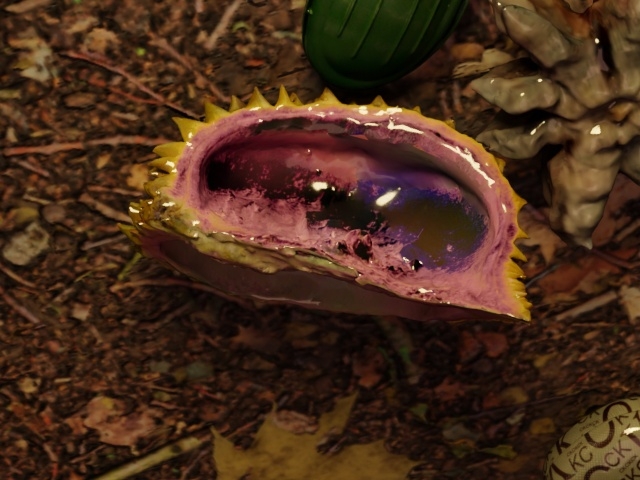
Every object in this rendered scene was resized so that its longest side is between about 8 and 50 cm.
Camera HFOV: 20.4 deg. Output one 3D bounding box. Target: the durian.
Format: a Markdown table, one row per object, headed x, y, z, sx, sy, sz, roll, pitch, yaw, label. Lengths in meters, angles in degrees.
| x | y | z | sx | sy | sz | roll | pitch | yaw | label |
| --- | --- | --- | --- | --- | --- | --- | --- | --- | --- |
| 0.001 | -0.007 | 1.217 | 0.261 | 0.153 | 0.186 | 23 | 142 | -9 | durian |

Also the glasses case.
| x | y | z | sx | sy | sz | roll | pitch | yaw | label |
| --- | --- | --- | --- | --- | --- | --- | --- | --- | --- |
| 0.337 | 0.239 | 1.500 | 0.355 | 0.085 | 0.137 | 32 | 118 | -30 | glasses case |

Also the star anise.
| x | y | z | sx | sy | sz | roll | pitch | yaw | label |
| --- | --- | --- | --- | --- | --- | --- | --- | --- | --- |
| 0.196 | -0.100 | 1.190 | 0.229 | 0.093 | 0.236 | 11 | 126 | -16 | star anise |

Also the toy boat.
| x | y | z | sx | sy | sz | roll | pitch | yaw | label |
| --- | --- | --- | --- | --- | --- | --- | --- | --- | --- |
| 0.052 | -0.177 | 1.135 | 0.104 | 0.052 | 0.210 | 10 | 129 | -18 | toy boat |
